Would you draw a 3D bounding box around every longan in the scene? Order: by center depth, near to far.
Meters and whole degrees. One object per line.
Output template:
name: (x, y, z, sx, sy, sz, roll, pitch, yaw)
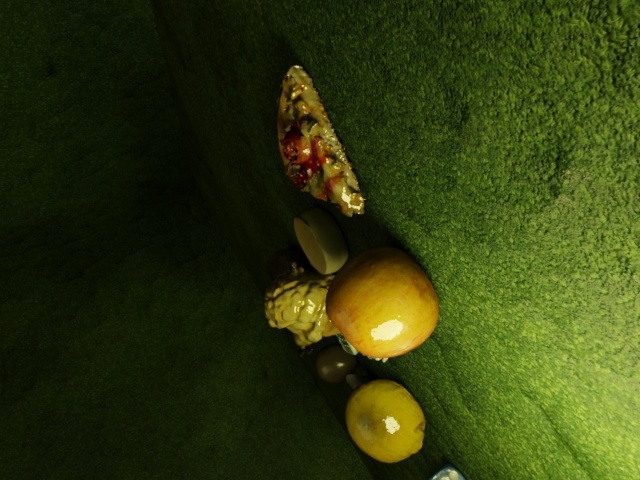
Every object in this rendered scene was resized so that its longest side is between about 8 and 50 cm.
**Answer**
longan: (0.071, 0.582, 2.135, 0.197, 0.196, 0.220, 60, 159, 3)

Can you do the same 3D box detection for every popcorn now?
popcorn: (-0.052, 0.275, 1.742, 0.349, 0.349, 0.382, 29, 117, 58)

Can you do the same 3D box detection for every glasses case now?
glasses case: (0.236, 0.665, 1.951, 0.308, 0.128, 0.083, 35, 123, 54)

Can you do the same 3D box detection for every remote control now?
remote control: (0.074, 0.340, 1.969, 0.335, 0.065, 0.128, 62, 160, -3)

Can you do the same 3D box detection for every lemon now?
lemon: (0.238, 0.661, 1.666, 0.297, 0.297, 0.297, 51, 159, 28)

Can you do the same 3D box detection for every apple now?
apple: (0.155, 0.171, 1.192, 0.299, 0.275, 0.299, 48, 162, 21)

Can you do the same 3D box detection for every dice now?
dice: (0.466, 0.918, 1.654, 0.146, 0.143, 0.146, 49, 162, 30)

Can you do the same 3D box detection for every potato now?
potato: (-0.148, 0.145, 2.107, 0.307, 0.173, 0.210, 28, 145, 54)

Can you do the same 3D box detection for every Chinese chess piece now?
Chinese chess piece: (0.000, 0.000, 1.621, 0.251, 0.097, 0.251, 52, 160, 29)

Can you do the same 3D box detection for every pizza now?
pizza: (-0.016, -0.227, 1.287, 0.406, 0.130, 0.440, 54, 161, 28)

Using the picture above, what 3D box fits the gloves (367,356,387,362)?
gloves: (0.182, 0.374, 1.697, 0.119, 0.097, 0.229, -59, 38, 17)
